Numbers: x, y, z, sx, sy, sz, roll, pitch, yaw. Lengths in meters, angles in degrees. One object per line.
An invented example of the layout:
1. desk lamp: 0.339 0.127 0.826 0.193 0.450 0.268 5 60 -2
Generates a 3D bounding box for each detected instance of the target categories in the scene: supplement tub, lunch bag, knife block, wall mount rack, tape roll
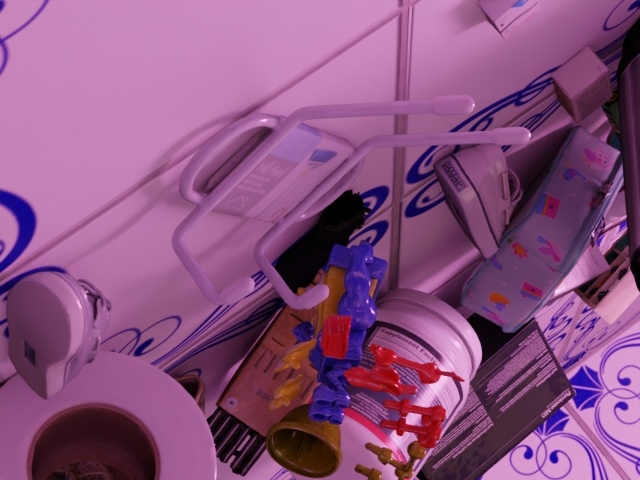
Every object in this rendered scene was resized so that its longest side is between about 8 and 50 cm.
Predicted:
1. supplement tub: 0.081 0.215 2.188 0.272 0.191 0.191 -51 173 -35
2. lunch bag: 0.309 -0.016 2.213 0.224 0.108 0.279 -53 177 -35
3. knife block: -0.055 0.167 2.040 0.276 0.088 0.242 -56 -177 -2
4. wall mount rack: 0.026 -0.059 1.562 0.304 0.130 0.350 -42 164 13
5. tape roll: -0.234 0.254 1.658 0.246 0.246 0.169 -31 163 -22

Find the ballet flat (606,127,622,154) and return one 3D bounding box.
1. ballet flat: 0.490 -0.191 2.288 0.213 0.072 0.068 -39 -166 12

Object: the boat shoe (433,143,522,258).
1. boat shoe: 0.204 -0.056 2.013 0.088 0.096 0.267 -33 155 1

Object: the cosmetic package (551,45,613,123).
1. cosmetic package: 0.317 -0.188 1.975 0.060 0.041 0.115 -38 163 2

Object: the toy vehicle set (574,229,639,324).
1. toy vehicle set: 0.495 0.003 2.452 0.267 0.035 0.166 -48 -172 4

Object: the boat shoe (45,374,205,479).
1. boat shoe: -0.246 0.250 1.891 0.285 0.104 0.089 -40 160 -36

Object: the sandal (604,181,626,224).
1. sandal: 0.433 -0.088 2.373 0.416 0.102 0.169 -29 176 21

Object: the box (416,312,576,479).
1. box: 0.223 0.232 2.389 0.261 0.103 0.184 -39 127 -8

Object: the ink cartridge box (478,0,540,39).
1. ink cartridge box: 0.190 -0.230 1.622 0.048 0.028 0.083 -40 164 7

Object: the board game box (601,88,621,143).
1. board game box: 0.489 -0.123 2.219 0.136 0.260 0.030 -34 -152 -3

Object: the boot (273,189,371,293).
1. boot: 0.000 0.001 1.814 0.121 0.045 0.099 -37 167 -28

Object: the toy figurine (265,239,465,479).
1. toy figurine: 0.049 0.111 1.818 0.191 0.217 0.362 10 151 -1

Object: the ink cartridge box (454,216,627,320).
1. ink cartridge box: 0.340 0.073 2.554 0.261 0.066 0.296 -22 171 -40

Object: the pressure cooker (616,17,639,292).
1. pressure cooker: 0.543 -0.135 1.955 0.369 0.420 0.375 -9 157 20

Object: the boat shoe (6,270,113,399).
1. boat shoe: -0.234 0.072 1.488 0.081 0.079 0.227 -40 171 -26
